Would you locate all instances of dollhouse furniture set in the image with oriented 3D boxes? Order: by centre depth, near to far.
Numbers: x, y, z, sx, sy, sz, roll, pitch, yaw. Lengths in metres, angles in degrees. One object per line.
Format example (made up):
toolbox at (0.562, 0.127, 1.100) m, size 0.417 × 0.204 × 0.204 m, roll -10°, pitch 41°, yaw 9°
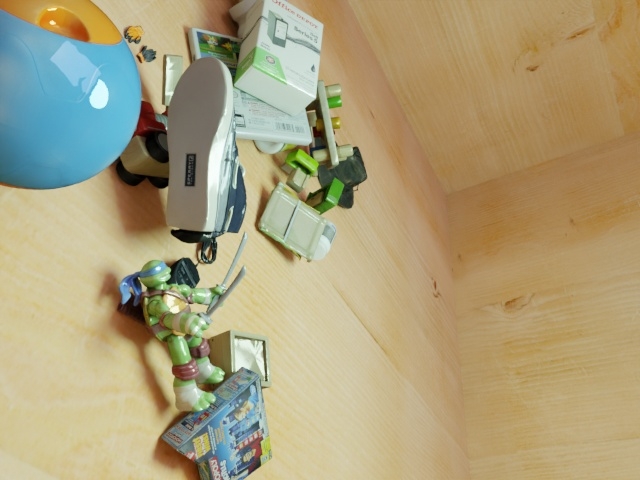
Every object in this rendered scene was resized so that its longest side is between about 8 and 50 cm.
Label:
dollhouse furniture set at (-0.085, -0.086, 1.571) m, size 0.197 × 0.151 × 0.302 m, roll 35°, pitch 57°, yaw -22°

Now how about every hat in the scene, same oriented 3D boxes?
hat at (0.100, -0.279, 2.003) m, size 0.331 × 0.133 × 0.332 m, roll 43°, pitch 38°, yaw -47°

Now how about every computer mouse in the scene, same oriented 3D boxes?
computer mouse at (-0.274, 0.051, 1.129) m, size 0.242 × 0.041 × 0.071 m, roll -68°, pitch 139°, yaw -64°

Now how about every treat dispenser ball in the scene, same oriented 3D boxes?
treat dispenser ball at (-0.400, -0.214, 0.738) m, size 0.288 × 0.288 × 0.289 m, roll 44°, pitch 37°, yaw -46°

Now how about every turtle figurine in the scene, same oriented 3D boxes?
turtle figurine at (-0.205, 0.153, 0.962) m, size 0.274 × 0.197 × 0.267 m, roll -17°, pitch 110°, yaw -26°

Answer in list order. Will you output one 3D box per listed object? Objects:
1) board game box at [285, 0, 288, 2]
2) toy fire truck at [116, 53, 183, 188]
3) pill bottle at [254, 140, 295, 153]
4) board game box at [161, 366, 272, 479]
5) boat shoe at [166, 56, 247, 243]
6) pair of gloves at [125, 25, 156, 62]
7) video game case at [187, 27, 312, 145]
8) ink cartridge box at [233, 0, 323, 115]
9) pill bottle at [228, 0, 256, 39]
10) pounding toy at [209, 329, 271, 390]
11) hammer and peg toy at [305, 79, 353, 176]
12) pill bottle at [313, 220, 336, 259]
board game box at (-0.196, -0.802, 1.699) m, size 0.056 × 0.208 × 0.347 m, roll -47°, pitch 127°, yaw -12°
toy fire truck at (-0.330, -0.252, 1.100) m, size 0.217 × 0.158 × 0.247 m, roll -3°, pitch 65°, yaw -64°
pill bottle at (-0.120, -0.322, 1.608) m, size 0.103 × 0.103 × 0.184 m, roll 69°, pitch 25°, yaw -7°
board game box at (-0.191, 0.371, 0.996) m, size 0.194 × 0.060 × 0.194 m, roll -21°, pitch 113°, yaw -41°
boat shoe at (-0.208, -0.164, 1.031) m, size 0.158 × 0.127 × 0.341 m, roll 3°, pitch 97°, yaw -72°
pair of gloves at (-0.408, -0.447, 1.208) m, size 0.083 × 0.010 × 0.074 m, roll 62°, pitch 26°, yaw -23°
video game case at (-0.188, -0.415, 1.462) m, size 0.328 × 0.036 × 0.300 m, roll -2°, pitch 74°, yaw -38°
ink cartridge box at (-0.110, -0.514, 1.460) m, size 0.198 × 0.114 × 0.273 m, roll 20°, pitch 61°, yaw -30°
pill bottle at (-0.160, -0.616, 1.654) m, size 0.279 × 0.162 × 0.162 m, roll 60°, pitch 27°, yaw -24°
pounding toy at (-0.169, 0.276, 1.138) m, size 0.141 × 0.100 × 0.130 m, roll 22°, pitch 53°, yaw -46°
hammer and peg toy at (0.014, -0.355, 1.733) m, size 0.361 × 0.127 × 0.266 m, roll -132°, pitch -150°, yaw -85°
pill bottle at (0.000, 0.000, 1.670) m, size 0.078 × 0.078 × 0.137 m, roll 62°, pitch 26°, yaw -21°
